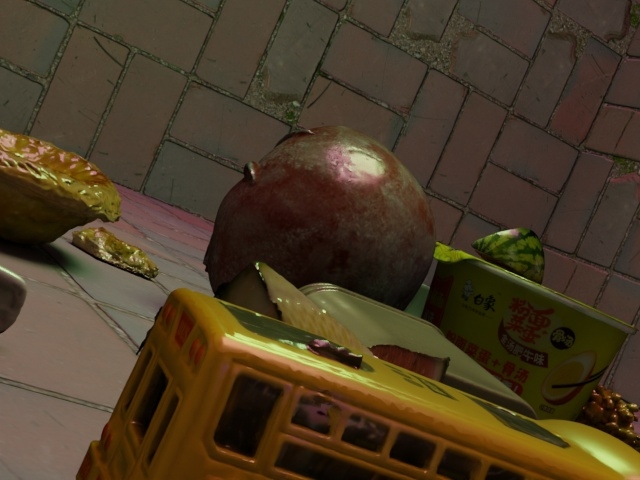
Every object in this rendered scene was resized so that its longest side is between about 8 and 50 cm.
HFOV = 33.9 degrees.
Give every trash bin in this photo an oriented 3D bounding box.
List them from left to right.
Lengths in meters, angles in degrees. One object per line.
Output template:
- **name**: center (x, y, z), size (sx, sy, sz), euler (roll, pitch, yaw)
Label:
- **trash bin**: center (0.091, 0.158, 1.169), size (0.243, 0.121, 0.247), euler (23, 6, -28)

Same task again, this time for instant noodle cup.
- **instant noodle cup**: center (0.255, 0.159, 1.468), size (0.311, 0.221, 0.311), euler (24, 1, 0)

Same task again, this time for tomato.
- **tomato**: center (0.000, 0.000, 1.405), size (0.282, 0.316, 0.317), euler (40, 6, 15)

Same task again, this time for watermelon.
- **watermelon**: center (0.033, 0.137, 0.919), size (0.063, 0.119, 0.245), euler (39, 18, 32)
- **watermelon**: center (0.292, 0.016, 1.531), size (0.087, 0.069, 0.163), euler (25, 0, 29)

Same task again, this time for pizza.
- **pizza**: center (-0.303, 0.011, 1.540), size (0.160, 0.035, 0.099), euler (25, 2, 40)

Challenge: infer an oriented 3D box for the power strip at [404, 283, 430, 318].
- **power strip**: center (0.144, 0.139, 1.841), size (0.061, 0.145, 0.216), euler (25, 1, -20)

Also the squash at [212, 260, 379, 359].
- **squash**: center (0.034, 0.142, 0.785), size (0.289, 0.111, 0.203), euler (15, 42, -57)

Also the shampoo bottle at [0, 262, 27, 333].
- **shampoo bottle**: center (-0.360, -0.009, 0.864), size (0.153, 0.071, 0.284), euler (24, 3, -38)

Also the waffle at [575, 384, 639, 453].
- **waffle**: center (0.428, 0.283, 1.575), size (0.197, 0.070, 0.193), euler (34, -18, 22)

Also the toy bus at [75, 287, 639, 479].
- **toy bus**: center (0.056, 0.144, 0.523), size (0.330, 0.152, 0.144), euler (23, 1, -20)

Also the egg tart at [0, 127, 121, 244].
- **egg tart**: center (-0.403, -0.073, 1.320), size (0.319, 0.128, 0.319), euler (25, 4, -2)
